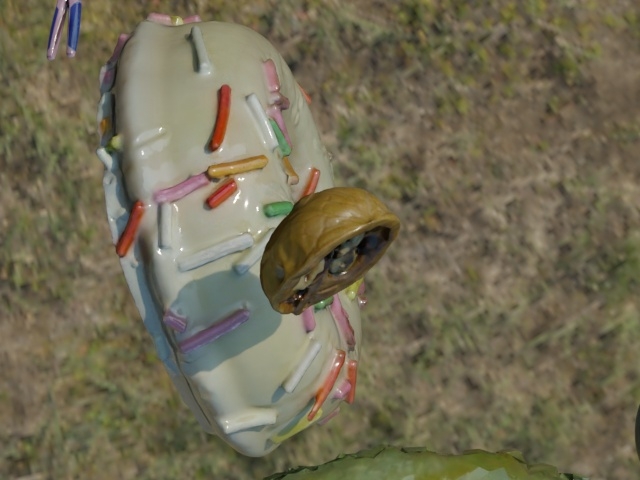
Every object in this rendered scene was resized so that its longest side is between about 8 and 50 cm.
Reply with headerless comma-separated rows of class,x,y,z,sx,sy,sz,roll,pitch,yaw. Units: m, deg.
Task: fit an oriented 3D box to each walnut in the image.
walnut,0.000,0.000,1.076,0.091,0.052,0.121,-17,159,-38

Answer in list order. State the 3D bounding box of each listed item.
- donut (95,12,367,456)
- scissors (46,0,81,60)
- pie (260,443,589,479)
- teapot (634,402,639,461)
donut,-0.062,-0.014,1.349,0.142,0.382,0.382,-16,133,9
scissors,-0.279,-0.253,1.801,0.039,0.113,0.012,-3,160,30
pie,0.078,0.300,0.633,0.395,0.418,0.180,-61,166,-14
teapot,0.383,0.203,1.468,0.203,0.225,0.171,-35,110,-2
